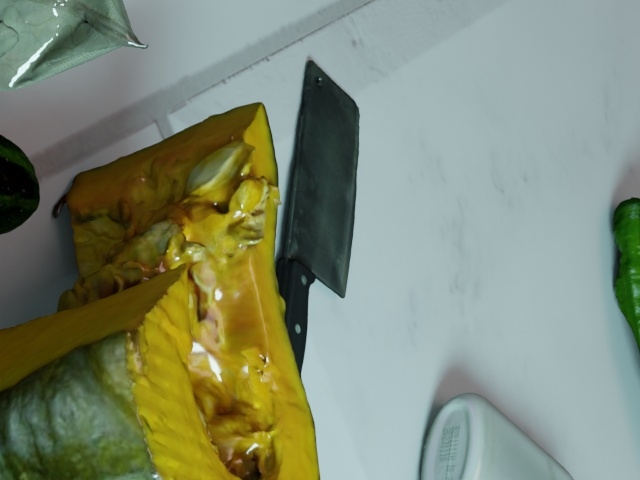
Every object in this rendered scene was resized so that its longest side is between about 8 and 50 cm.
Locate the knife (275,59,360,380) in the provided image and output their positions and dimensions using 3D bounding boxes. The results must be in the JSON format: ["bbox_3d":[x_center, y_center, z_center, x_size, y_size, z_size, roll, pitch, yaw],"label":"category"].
[{"bbox_3d":[0.000,0.000,1.128,0.072,0.019,0.245,39,48,-42],"label":"knife"}]

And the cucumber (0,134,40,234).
[{"bbox_3d":[-0.221,-0.042,0.794,0.241,0.074,0.074,13,69,-55],"label":"cucumber"}]

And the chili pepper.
[{"bbox_3d":[0.296,0.082,1.459,0.099,0.083,0.253,3,80,-63],"label":"chili pepper"}]

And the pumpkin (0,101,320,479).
[{"bbox_3d":[-0.101,0.049,0.836,0.190,0.139,0.281,27,48,-56],"label":"pumpkin"}]

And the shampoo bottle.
[{"bbox_3d":[0.149,0.199,1.239,0.221,0.051,0.108,42,46,-39],"label":"shampoo bottle"}]

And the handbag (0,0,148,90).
[{"bbox_3d":[-0.209,-0.137,0.770,0.270,0.182,0.117,15,98,-50],"label":"handbag"}]
